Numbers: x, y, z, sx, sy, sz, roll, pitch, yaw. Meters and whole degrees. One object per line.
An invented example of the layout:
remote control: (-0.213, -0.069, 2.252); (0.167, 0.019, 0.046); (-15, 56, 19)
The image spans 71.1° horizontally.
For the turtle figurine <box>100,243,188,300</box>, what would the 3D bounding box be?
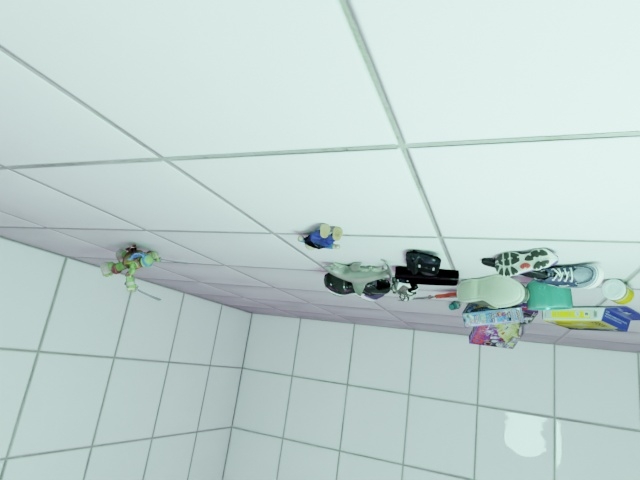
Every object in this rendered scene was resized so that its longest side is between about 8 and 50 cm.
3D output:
turtle figurine: (-0.767, 0.131, 1.886); (0.267, 0.197, 0.275); (4, 161, 30)

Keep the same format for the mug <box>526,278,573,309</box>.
mug: (0.718, 0.169, 1.421); (0.130, 0.097, 0.158); (-2, 168, 8)

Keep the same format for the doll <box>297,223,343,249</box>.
doll: (0.000, 0.000, 1.289); (0.129, 0.046, 0.189); (15, 163, -19)

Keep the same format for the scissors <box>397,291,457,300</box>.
scissors: (0.468, 0.228, 1.840); (0.298, 0.021, 0.109); (-4, 169, 6)

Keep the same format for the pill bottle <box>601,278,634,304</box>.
pill bottle: (0.909, 0.159, 1.360); (0.116, 0.065, 0.065); (20, 161, -36)

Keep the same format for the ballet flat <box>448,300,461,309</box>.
ballet flat: (0.633, 0.301, 2.087); (0.041, 0.041, 0.114); (9, 165, -2)

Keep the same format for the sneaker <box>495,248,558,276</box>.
sneaker: (0.553, 0.065, 1.205); (0.071, 0.068, 0.170); (10, 167, -37)

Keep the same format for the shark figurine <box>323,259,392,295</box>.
shark figurine: (0.163, 0.141, 1.601); (0.278, 0.116, 0.166); (-1, 164, 37)

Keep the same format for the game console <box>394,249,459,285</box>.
game console: (0.350, 0.096, 1.470); (0.213, 0.043, 0.361); (3, 165, 13)

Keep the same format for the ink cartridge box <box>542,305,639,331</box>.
ink cartridge box: (1.146, 0.331, 1.864); (0.304, 0.072, 0.307); (20, 163, -37)

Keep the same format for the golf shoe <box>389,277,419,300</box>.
golf shoe: (0.354, 0.200, 1.778); (0.094, 0.077, 0.198); (-2, 163, 33)

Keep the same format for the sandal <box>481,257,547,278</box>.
sandal: (0.554, 0.069, 1.282); (0.179, 0.040, 0.067); (16, 167, 34)

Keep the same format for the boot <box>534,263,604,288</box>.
boot: (0.690, 0.102, 1.255); (0.086, 0.069, 0.190); (7, 167, -7)

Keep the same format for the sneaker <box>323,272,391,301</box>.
sneaker: (0.151, 0.159, 1.740); (0.284, 0.107, 0.124); (13, 150, -32)

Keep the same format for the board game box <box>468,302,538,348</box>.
board game box: (0.808, 0.379, 2.002); (0.208, 0.056, 0.346); (9, 142, 10)

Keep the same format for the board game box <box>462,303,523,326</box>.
board game box: (0.641, 0.246, 1.626); (0.194, 0.060, 0.194); (-6, -163, 37)

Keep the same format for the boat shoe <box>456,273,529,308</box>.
boat shoe: (0.594, 0.177, 1.521); (0.091, 0.109, 0.305); (13, 170, -20)
